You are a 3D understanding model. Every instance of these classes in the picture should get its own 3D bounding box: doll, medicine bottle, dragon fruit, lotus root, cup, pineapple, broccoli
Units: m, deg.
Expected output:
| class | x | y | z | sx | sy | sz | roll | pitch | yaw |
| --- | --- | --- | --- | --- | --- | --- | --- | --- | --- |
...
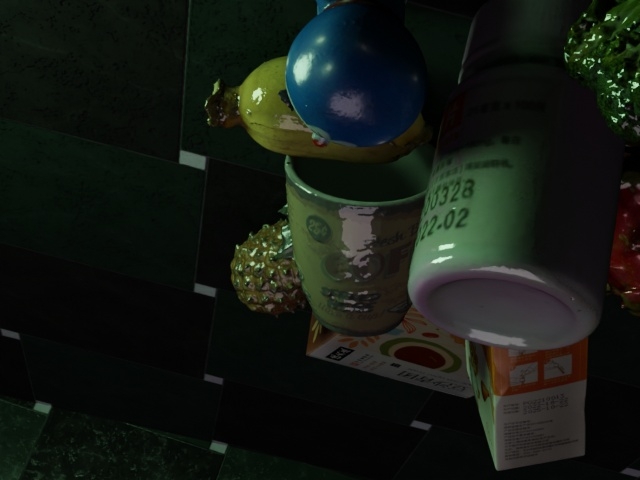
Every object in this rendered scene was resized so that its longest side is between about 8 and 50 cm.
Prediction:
| class | x | y | z | sx | sy | sz | roll | pitch | yaw |
| --- | --- | --- | --- | --- | --- | --- | --- | --- | --- |
| doll | 0.037 | -0.225 | 1.367 | 0.215 | 0.257 | 0.161 | 34 | 134 | -29 |
| medicine bottle | 0.239 | -0.087 | 1.383 | 0.219 | 0.388 | 0.219 | 11 | 154 | 5 |
| dragon fruit | 0.436 | -0.028 | 1.572 | 0.237 | 0.231 | 0.302 | -12 | 141 | 45 |
| lotus root | 0.002 | -0.179 | 1.597 | 0.303 | 0.131 | 0.146 | 9 | 155 | 3 |
| cup | 0.089 | -0.017 | 1.715 | 0.227 | 0.301 | 0.257 | 38 | 138 | 40 |
| pineapple | -0.003 | -0.002 | 1.941 | 0.165 | 0.166 | 0.364 | 28 | 141 | -25 |
| broccoli | 0.419 | -0.211 | 1.223 | 0.303 | 0.321 | 0.283 | 5 | 121 | -6 |

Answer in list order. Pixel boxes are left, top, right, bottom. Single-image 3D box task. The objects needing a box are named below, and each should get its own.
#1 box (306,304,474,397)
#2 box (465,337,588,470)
| class | x | y | z | sx | sy | sz | roll | pitch | yaw |
| --- | --- | --- | --- | --- | --- | --- | --- | --- | --- |
| box | 0.209 | 0.137 | 2.077 | 0.344 | 0.122 | 0.385 | 16 | 153 | -18 |
| box | 0.299 | 0.143 | 1.769 | 0.143 | 0.225 | 0.341 | -11 | 130 | 0 |
